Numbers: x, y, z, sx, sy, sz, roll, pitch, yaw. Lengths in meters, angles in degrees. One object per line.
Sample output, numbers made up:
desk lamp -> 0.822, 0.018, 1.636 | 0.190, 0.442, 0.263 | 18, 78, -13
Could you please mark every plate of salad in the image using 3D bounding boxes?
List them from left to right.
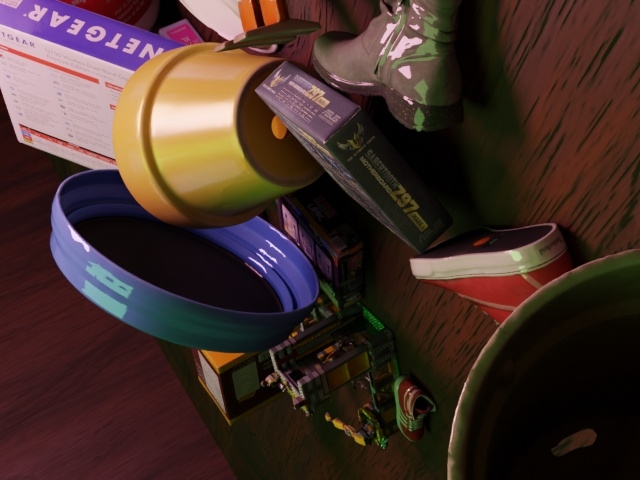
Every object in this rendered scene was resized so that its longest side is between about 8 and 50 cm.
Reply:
plate of salad -> -0.134, -0.325, 1.412 | 0.199, 0.048, 0.200 | 34, 170, 7

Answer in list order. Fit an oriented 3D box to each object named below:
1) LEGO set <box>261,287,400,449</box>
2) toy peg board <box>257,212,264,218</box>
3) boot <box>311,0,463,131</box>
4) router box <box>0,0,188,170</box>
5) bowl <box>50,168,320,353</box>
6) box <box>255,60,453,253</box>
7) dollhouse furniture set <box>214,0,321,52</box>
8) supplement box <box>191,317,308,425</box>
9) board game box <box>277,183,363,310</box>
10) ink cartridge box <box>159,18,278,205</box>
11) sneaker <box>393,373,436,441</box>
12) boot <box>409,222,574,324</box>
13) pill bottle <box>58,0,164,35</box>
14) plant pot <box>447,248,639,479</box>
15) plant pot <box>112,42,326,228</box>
LEGO set -> -0.019, 0.196, 1.647 | 0.331, 0.192, 0.255 | 47, 156, 38
toy peg board -> -0.149, -0.003, 1.790 | 0.161, 0.161, 0.079 | 50, 143, 32
boot -> 0.072, -0.223, 1.057 | 0.246, 0.083, 0.161 | 39, 138, 50
router box -> -0.345, -0.223, 1.649 | 0.335, 0.082, 0.301 | 21, 149, 10
bowl -> -0.192, 0.025, 1.469 | 0.391, 0.391, 0.077 | 45, 118, 42
box -> 0.034, -0.099, 1.179 | 0.183, 0.059, 0.232 | 46, 179, -30
dollhouse furniture set -> -0.087, -0.341, 1.098 | 0.259, 0.135, 0.262 | -174, 71, -67
supplement box -> -0.128, 0.205, 1.945 | 0.129, 0.191, 0.194 | 48, 156, 35
board game box -> 0.000, 0.000, 1.556 | 0.170, 0.048, 0.141 | 50, 160, 32
ink cartridge box -> -0.161, -0.193, 1.698 | 0.311, 0.065, 0.186 | 51, 159, 26
sneaker -> 0.143, 0.262, 1.547 | 0.067, 0.042, 0.119 | 38, 148, 56
boot -> 0.195, 0.077, 1.103 | 0.244, 0.088, 0.176 | 0, 117, 65
pill bottle -> -0.404, -0.428, 1.691 | 0.229, 0.229, 0.408 | 42, 167, 45
plant pot -> 0.261, 0.213, 0.822 | 0.334, 0.333, 0.305 | 55, 171, 20
plant pot -> -0.112, -0.143, 1.383 | 0.239, 0.254, 0.254 | -1, 116, 53
